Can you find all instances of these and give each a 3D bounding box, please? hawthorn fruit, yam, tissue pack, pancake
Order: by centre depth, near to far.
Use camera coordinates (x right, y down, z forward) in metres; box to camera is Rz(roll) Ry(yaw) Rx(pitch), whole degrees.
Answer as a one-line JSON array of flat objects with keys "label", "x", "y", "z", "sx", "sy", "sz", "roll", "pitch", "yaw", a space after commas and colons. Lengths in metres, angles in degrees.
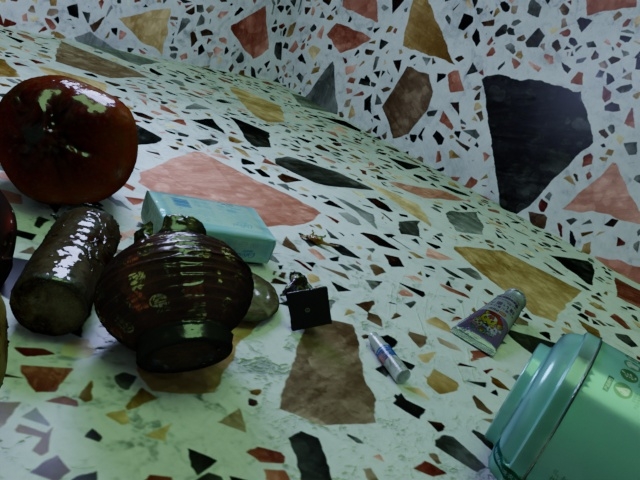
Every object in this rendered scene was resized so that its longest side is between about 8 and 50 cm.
[{"label": "yam", "x": -0.411, "y": 0.042, "z": 0.988, "sx": 0.131, "sy": 0.131, "sz": 0.280, "roll": 16, "pitch": 22, "yaw": -15}, {"label": "pancake", "x": -0.194, "y": 0.091, "z": 1.186, "sx": 0.236, "sy": 0.042, "sz": 0.222, "roll": 15, "pitch": 17, "yaw": -25}, {"label": "hawthorn fruit", "x": -0.524, "y": -0.202, "z": 1.288, "sx": 0.295, "sy": 0.295, "sz": 0.311, "roll": 30, "pitch": -1, "yaw": 21}, {"label": "tissue pack", "x": -0.252, "y": -0.026, "z": 1.350, "sx": 0.263, "sy": 0.089, "sz": 0.177, "roll": 9, "pitch": 25, "yaw": -34}]

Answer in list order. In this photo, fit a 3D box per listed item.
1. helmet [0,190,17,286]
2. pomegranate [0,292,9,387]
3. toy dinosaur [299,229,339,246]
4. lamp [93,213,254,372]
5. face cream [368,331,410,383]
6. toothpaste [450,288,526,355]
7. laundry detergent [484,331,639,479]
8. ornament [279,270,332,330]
[{"label": "helmet", "x": -0.563, "y": -0.007, "z": 0.900, "sx": 0.189, "sy": 0.193, "sz": 0.216, "roll": 18, "pitch": 64, "yaw": -7}, {"label": "pomegranate", "x": -0.451, "y": 0.109, "z": 0.574, "sx": 0.281, "sy": 0.281, "sz": 0.281, "roll": 19, "pitch": 21, "yaw": -8}, {"label": "toy dinosaur", "x": 0.000, "y": -0.002, "z": 1.608, "sx": 0.113, "sy": 0.026, "sz": 0.041, "roll": 16, "pitch": 27, "yaw": 10}, {"label": "lamp", "x": -0.222, "y": 0.078, "z": 0.932, "sx": 0.247, "sy": 0.247, "sz": 0.247, "roll": 19, "pitch": 21, "yaw": -8}, {"label": "face cream", "x": 0.130, "y": 0.224, "z": 1.180, "sx": 0.034, "sy": 0.034, "sz": 0.130, "roll": 9, "pitch": 25, "yaw": -30}, {"label": "toothpaste", "x": 0.433, "y": 0.196, "z": 1.503, "sx": 0.114, "sy": 0.073, "sz": 0.299, "roll": 32, "pitch": 31, "yaw": 25}, {"label": "laundry detergent", "x": 0.427, "y": 0.310, "z": 0.908, "sx": 0.305, "sy": 0.287, "sz": 0.287, "roll": 31, "pitch": 23, "yaw": 23}, {"label": "ornament", "x": -0.045, "y": 0.112, "z": 1.249, "sx": 0.081, "sy": 0.088, "sz": 0.203, "roll": -10, "pitch": 17, "yaw": -12}]
